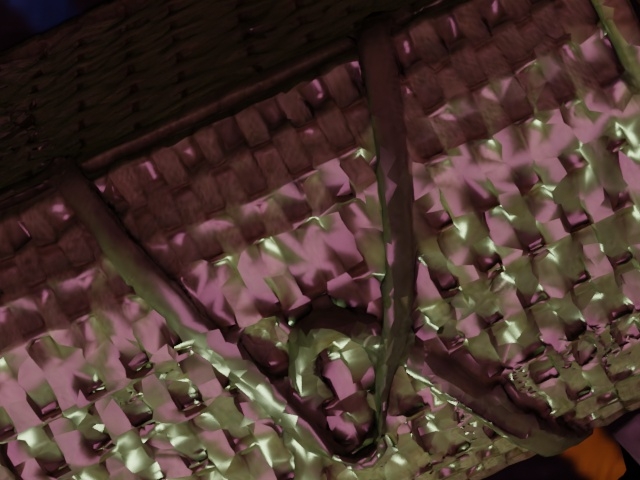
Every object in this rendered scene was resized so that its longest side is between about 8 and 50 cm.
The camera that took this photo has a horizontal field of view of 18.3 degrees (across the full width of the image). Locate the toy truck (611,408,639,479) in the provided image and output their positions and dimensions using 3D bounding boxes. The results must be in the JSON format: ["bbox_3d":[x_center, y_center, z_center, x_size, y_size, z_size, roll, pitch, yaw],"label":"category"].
[{"bbox_3d":[0.183,0.106,0.602,0.125,0.101,0.242,-39,138,1],"label":"toy truck"}]

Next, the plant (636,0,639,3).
[{"bbox_3d":[0.239,-0.113,0.501,0.306,0.297,0.261,33,76,-4],"label":"plant"}]

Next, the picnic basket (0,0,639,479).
[{"bbox_3d":[0.000,0.000,0.535,0.196,0.154,0.134,-24,115,4],"label":"picnic basket"}]
